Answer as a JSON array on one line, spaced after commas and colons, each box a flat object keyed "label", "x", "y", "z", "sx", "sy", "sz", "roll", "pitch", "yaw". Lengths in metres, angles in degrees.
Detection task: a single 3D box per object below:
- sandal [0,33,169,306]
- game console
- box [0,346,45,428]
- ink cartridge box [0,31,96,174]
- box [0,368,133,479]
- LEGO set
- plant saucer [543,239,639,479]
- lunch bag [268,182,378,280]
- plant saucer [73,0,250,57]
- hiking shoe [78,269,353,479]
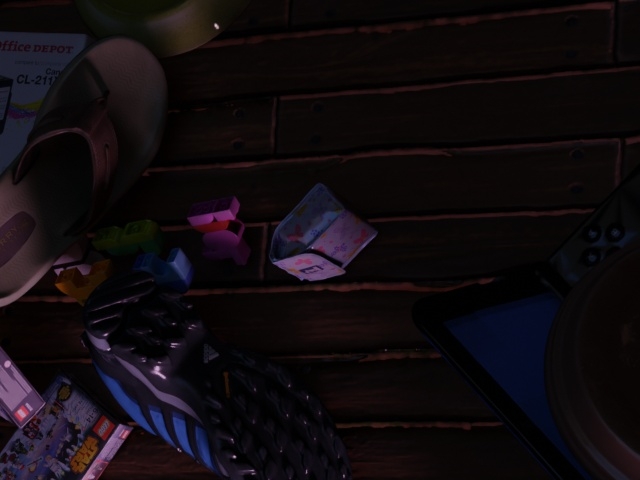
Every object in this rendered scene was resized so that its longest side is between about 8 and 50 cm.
[{"label": "sandal", "x": -0.237, "y": -0.062, "z": 1.818, "sx": 0.120, "sy": 0.086, "sz": 0.303, "roll": 36, "pitch": 70, "yaw": -9}, {"label": "game console", "x": 0.269, "y": 0.079, "z": 1.549, "sx": 0.250, "sy": 0.173, "sz": 0.293, "roll": -47, "pitch": 62, "yaw": 9}, {"label": "box", "x": -0.350, "y": 0.084, "z": 1.824, "sx": 0.114, "sy": 0.207, "sz": 0.036, "roll": 23, "pitch": 62, "yaw": 45}, {"label": "ink cartridge box", "x": -0.282, "y": -0.116, "z": 1.931, "sx": 0.127, "sy": 0.072, "sz": 0.175, "roll": 4, "pitch": 79, "yaw": 27}, {"label": "box", "x": -0.252, "y": 0.205, "z": 1.856, "sx": 0.094, "sy": 0.027, "sz": 0.137, "roll": 37, "pitch": 94, "yaw": 28}, {"label": "LEGO set", "x": -0.167, "y": 0.039, "z": 1.834, "sx": 0.227, "sy": 0.093, "sz": 0.087, "roll": -10, "pitch": 40, "yaw": 29}, {"label": "plant saucer", "x": 0.311, "y": 0.097, "z": 1.496, "sx": 0.278, "sy": 0.041, "sz": 0.278, "roll": -1, "pitch": 54, "yaw": 1}, {"label": "lunch bag", "x": 0.000, "y": 0.000, "z": 1.761, "sx": 0.083, "sy": 0.071, "sz": 0.053, "roll": -44, "pitch": 57, "yaw": 8}, {"label": "plant saucer", "x": -0.158, "y": -0.301, "z": 1.941, "sx": 0.241, "sy": 0.037, "sz": 0.241, "roll": -7, "pitch": 74, "yaw": 25}, {"label": "hiking shoe", "x": -0.090, "y": 0.153, "z": 1.756, "sx": 0.304, "sy": 0.132, "sz": 0.113, "roll": 44, "pitch": 65, "yaw": 11}]
